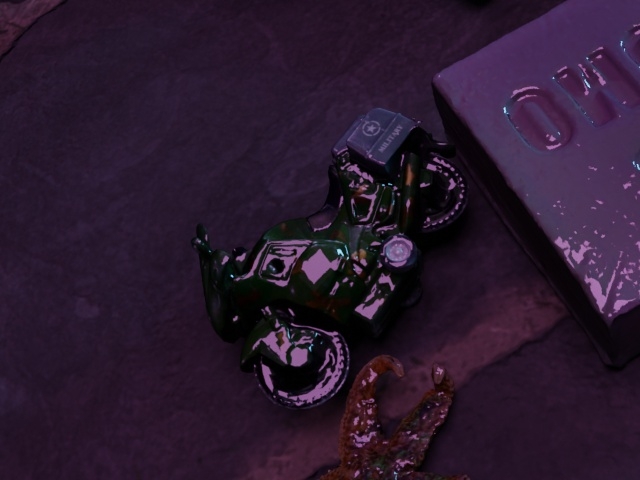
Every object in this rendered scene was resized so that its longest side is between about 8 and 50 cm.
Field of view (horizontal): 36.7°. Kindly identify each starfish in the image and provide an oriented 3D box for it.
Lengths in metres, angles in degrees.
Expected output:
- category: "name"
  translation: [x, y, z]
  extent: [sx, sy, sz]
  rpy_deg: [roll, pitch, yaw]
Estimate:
- category: "starfish"
  translation: [0.048, 0.193, 0.737]
  extent: [0.150, 0.053, 0.210]
  rpy_deg: [-10, 60, 28]

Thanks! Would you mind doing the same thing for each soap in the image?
- category: "soap"
  translation: [0.284, -0.085, 0.787]
  extent: [0.296, 0.107, 0.285]
  rpy_deg: [-31, 57, 0]

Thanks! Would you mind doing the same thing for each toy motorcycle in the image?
- category: "toy motorcycle"
  translation: [0.000, 0.000, 0.825]
  extent: [0.187, 0.125, 0.275]
  rpy_deg: [31, 71, 22]
